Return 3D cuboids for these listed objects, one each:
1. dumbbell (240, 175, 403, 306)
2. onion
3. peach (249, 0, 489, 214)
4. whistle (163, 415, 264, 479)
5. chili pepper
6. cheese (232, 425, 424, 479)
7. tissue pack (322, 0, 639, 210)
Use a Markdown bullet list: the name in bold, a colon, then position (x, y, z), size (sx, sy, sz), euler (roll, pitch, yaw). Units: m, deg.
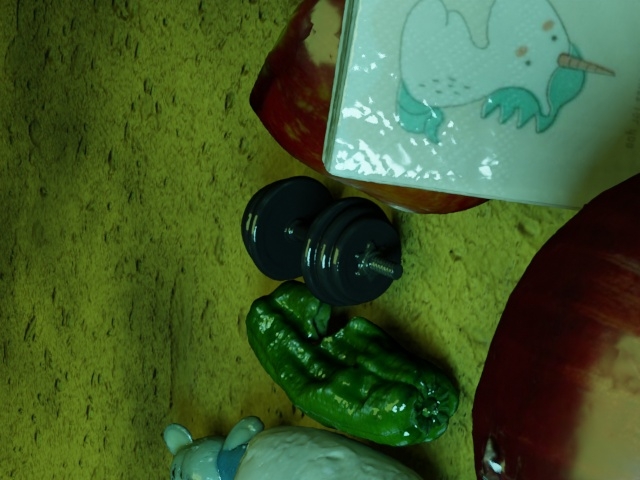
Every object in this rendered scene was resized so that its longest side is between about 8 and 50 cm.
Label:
- **dumbbell**: position (0.000, 0.000, 1.466), size (0.208, 0.099, 0.099), euler (23, 110, 48)
- **onion**: position (0.240, 0.111, 0.985), size (0.341, 0.341, 0.341), euler (5, 97, 51)
- **peach**: position (0.065, -0.140, 1.271), size (0.245, 0.248, 0.274), euler (61, 174, -11)
- **whistle**: position (-0.068, 0.221, 1.591), size (0.235, 0.077, 0.114), euler (-12, 102, 48)
- **chili pepper**: position (0.017, 0.113, 1.461), size (0.099, 0.083, 0.253), euler (-51, 41, -9)
- **cheese**: position (0.012, 0.268, 1.420), size (0.198, 0.154, 0.189), euler (25, 138, 40)
- **tissue pack**: position (0.173, -0.104, 1.097), size (0.071, 0.325, 0.170), euler (-97, 14, -77)
